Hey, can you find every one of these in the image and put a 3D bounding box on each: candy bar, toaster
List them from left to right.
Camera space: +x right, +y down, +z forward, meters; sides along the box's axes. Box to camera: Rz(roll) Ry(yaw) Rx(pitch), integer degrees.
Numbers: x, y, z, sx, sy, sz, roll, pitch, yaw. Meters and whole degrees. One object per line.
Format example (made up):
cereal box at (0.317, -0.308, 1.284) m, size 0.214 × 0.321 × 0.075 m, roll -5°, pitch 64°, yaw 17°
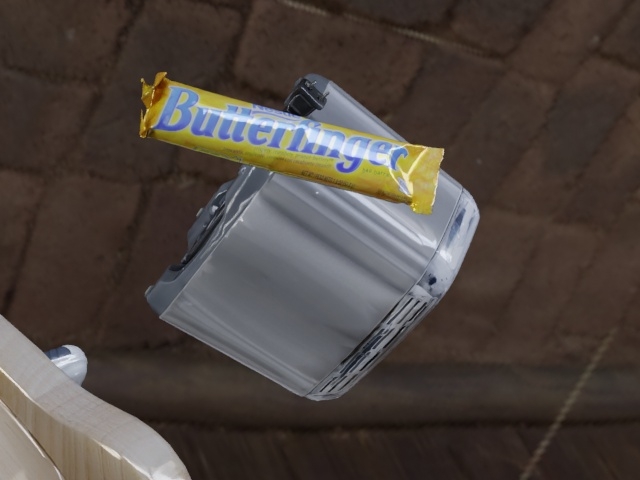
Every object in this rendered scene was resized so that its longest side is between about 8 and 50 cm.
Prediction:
candy bar at (-0.016, -0.049, 0.718) m, size 0.162 × 0.040 × 0.018 m, roll 15°, pitch 156°, yaw -11°
toaster at (0.000, 0.000, 0.910) m, size 0.146 × 0.129 × 0.227 m, roll 34°, pitch 132°, yaw -7°

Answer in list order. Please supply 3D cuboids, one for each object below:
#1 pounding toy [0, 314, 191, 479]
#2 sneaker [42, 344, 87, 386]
pounding toy at (-0.087, 0.135, 0.425) m, size 0.155 × 0.154 × 0.269 m, roll -31°, pitch 127°, yaw -46°
sneaker at (-0.258, 0.219, 1.276) m, size 0.235 × 0.153 × 0.094 m, roll -47°, pitch 163°, yaw 9°
